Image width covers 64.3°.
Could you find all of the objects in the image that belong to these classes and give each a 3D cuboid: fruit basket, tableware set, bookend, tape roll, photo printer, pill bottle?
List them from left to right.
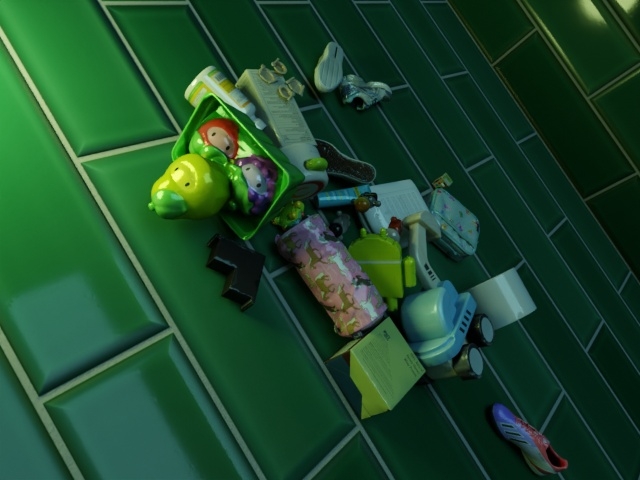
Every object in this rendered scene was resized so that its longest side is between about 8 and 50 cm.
[{"bbox_3d":[-0.276,-0.185,1.377,0.392,0.283,0.392,30,28,-18],"label":"fruit basket"},{"bbox_3d":[-0.292,-0.413,1.600,0.245,0.136,0.136,44,46,-9],"label":"pill bottle"},{"bbox_3d":[-0.245,0.088,1.384,0.156,0.072,0.157,26,52,-23],"label":"bookend"},{"bbox_3d":[-0.129,-0.548,1.737,0.168,0.020,0.141,44,45,-10],"label":"tableware set"},{"bbox_3d":[0.268,-0.090,1.871,0.307,0.107,0.256,-15,74,-42],"label":"photo printer"},{"bbox_3d":[0.646,0.227,1.887,0.246,0.246,0.169,-16,75,-43],"label":"tape roll"}]

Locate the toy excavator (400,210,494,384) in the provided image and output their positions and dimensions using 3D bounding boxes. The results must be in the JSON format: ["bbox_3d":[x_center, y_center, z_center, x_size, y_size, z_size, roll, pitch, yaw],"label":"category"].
[{"bbox_3d":[0.366,0.175,1.648,0.445,0.222,0.433,56,42,-16],"label":"toy excavator"}]

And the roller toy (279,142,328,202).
[{"bbox_3d":[-0.085,-0.215,1.610,0.209,0.191,0.146,-19,75,-4],"label":"roller toy"}]

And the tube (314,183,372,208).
[{"bbox_3d":[0.083,-0.148,1.747,0.207,0.052,0.080,-9,67,-18],"label":"tube"}]

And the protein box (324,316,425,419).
[{"bbox_3d":[0.161,0.371,1.492,0.201,0.136,0.200,-30,84,-44],"label":"protein box"}]

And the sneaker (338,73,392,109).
[{"bbox_3d":[0.187,-0.599,2.136,0.282,0.110,0.122,0,83,-36],"label":"sneaker"}]

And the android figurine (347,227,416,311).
[{"bbox_3d":[0.172,0.091,1.589,0.056,0.248,0.273,-52,136,-65],"label":"android figurine"}]

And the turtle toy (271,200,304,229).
[{"bbox_3d":[-0.090,-0.082,1.605,0.066,0.095,0.130,51,41,-30],"label":"turtle toy"}]

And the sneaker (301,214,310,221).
[{"bbox_3d":[0.000,0.000,1.643,0.083,0.071,0.191,-32,94,-52],"label":"sneaker"}]

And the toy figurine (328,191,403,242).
[{"bbox_3d":[0.145,-0.035,1.666,0.210,0.213,0.148,50,29,-3],"label":"toy figurine"}]

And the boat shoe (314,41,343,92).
[{"bbox_3d":[0.030,-0.675,2.039,0.109,0.094,0.302,27,49,-15],"label":"boat shoe"}]

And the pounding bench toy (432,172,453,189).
[{"bbox_3d":[0.516,-0.241,2.187,0.052,0.065,0.083,51,45,-3],"label":"pounding bench toy"}]

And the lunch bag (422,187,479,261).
[{"bbox_3d":[0.521,-0.058,2.052,0.279,0.108,0.224,37,47,-15],"label":"lunch bag"}]

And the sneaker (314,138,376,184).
[{"bbox_3d":[0.053,-0.272,1.838,0.290,0.123,0.106,26,88,-4],"label":"sneaker"}]

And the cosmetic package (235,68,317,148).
[{"bbox_3d":[-0.156,-0.420,1.729,0.160,0.113,0.310,-13,74,-43],"label":"cosmetic package"}]

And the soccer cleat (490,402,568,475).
[{"bbox_3d":[0.717,0.679,1.762,0.318,0.116,0.108,50,45,-4],"label":"soccer cleat"}]

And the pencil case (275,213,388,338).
[{"bbox_3d":[0.031,0.106,1.521,0.167,0.160,0.386,-34,86,-32],"label":"pencil case"}]
